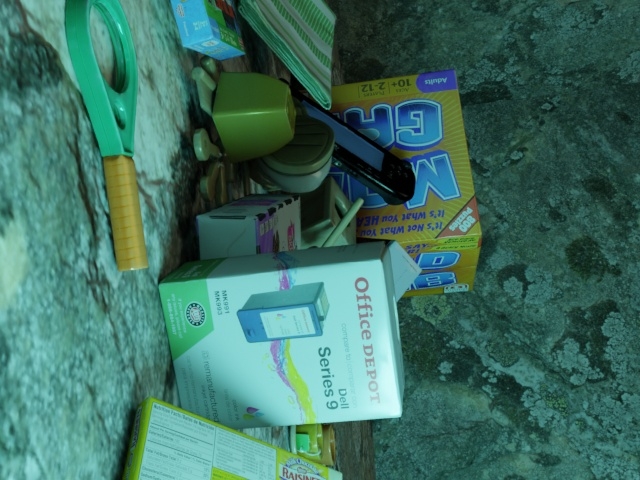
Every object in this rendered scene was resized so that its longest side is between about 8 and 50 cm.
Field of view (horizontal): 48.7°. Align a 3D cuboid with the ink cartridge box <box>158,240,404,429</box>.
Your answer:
[{"bbox_3d":[-0.031,0.092,0.685,0.093,0.213,0.154,-59,142,-78],"label":"ink cartridge box"}]

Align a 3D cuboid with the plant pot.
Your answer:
[{"bbox_3d":[-0.074,-0.151,0.848,0.081,0.084,0.081,74,15,-50],"label":"plant pot"}]

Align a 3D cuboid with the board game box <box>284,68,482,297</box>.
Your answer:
[{"bbox_3d":[0.128,-0.092,1.492,0.356,0.357,0.356,68,17,-67],"label":"board game box"}]

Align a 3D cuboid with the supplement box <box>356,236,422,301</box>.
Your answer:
[{"bbox_3d":[0.042,0.061,1.148,0.073,0.130,0.239,47,-17,-20],"label":"supplement box"}]

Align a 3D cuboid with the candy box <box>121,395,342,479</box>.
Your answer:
[{"bbox_3d":[-0.065,0.211,0.577,0.206,0.027,0.105,31,36,-27],"label":"candy box"}]

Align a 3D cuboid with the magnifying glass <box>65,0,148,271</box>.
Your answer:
[{"bbox_3d":[-0.164,-0.091,0.567,0.092,0.026,0.230,-5,89,-83],"label":"magnifying glass"}]

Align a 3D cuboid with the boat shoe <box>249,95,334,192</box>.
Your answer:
[{"bbox_3d":[-0.048,-0.123,1.002,0.302,0.113,0.103,-110,-159,-62],"label":"boat shoe"}]

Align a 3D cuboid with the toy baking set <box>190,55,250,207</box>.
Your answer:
[{"bbox_3d":[-0.124,-0.096,0.882,0.256,0.030,0.196,71,17,-56],"label":"toy baking set"}]

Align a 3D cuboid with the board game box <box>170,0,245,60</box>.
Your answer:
[{"bbox_3d":[-0.144,-0.316,0.788,0.160,0.039,0.211,-55,130,-79],"label":"board game box"}]

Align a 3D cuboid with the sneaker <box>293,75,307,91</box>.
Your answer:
[{"bbox_3d":[-0.031,-0.345,1.636,0.071,0.066,0.188,74,12,-55],"label":"sneaker"}]

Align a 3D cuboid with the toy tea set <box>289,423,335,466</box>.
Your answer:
[{"bbox_3d":[0.026,0.370,1.213,0.200,0.125,0.335,-57,140,-78],"label":"toy tea set"}]

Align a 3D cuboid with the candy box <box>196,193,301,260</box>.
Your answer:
[{"bbox_3d":[-0.076,0.036,0.830,0.196,0.070,0.164,-45,135,-74],"label":"candy box"}]

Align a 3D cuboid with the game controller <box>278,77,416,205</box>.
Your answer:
[{"bbox_3d":[0.028,-0.172,1.219,0.067,0.319,0.166,-56,-174,17],"label":"game controller"}]

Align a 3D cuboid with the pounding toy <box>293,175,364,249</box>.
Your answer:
[{"bbox_3d":[0.008,0.000,1.106,0.094,0.181,0.206,53,23,-30],"label":"pounding toy"}]

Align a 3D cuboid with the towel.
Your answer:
[{"bbox_3d":[-0.050,-0.413,1.282,0.248,0.038,0.324,45,29,-32],"label":"towel"}]
